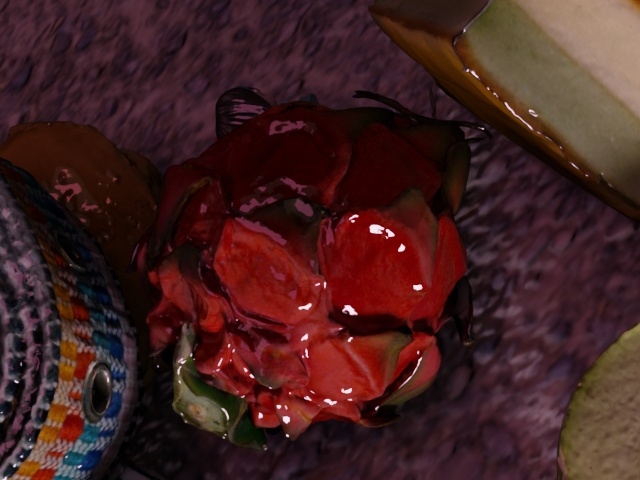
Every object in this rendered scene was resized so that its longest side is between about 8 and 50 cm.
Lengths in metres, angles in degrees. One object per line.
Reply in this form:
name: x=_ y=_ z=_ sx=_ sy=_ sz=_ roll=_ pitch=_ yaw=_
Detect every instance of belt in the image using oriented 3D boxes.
belt: x=-0.249 y=0.049 z=0.873 sx=0.207 sy=0.160 sz=0.295 roll=-24 pitch=71 yaw=15

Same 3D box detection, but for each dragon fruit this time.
dragon fruit: x=0.000 y=0.000 z=0.898 sx=0.234 sy=0.233 sz=0.293 roll=17 pitch=52 yaw=31

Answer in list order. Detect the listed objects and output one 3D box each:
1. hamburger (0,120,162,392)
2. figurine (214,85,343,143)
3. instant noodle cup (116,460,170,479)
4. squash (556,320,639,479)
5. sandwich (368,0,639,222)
hamburger: x=-0.177 y=0.027 z=1.009 sx=0.131 sy=0.124 sz=0.262 roll=-11 pitch=70 yaw=24
figurine: x=-0.034 y=-0.086 z=1.018 sx=0.106 sy=0.047 sz=0.060 roll=9 pitch=114 yaw=23
instant noodle cup: x=-0.115 y=0.280 z=0.864 sx=0.207 sy=0.207 sz=0.232 roll=21 pitch=77 yaw=31
squash: x=0.251 y=0.127 z=0.754 sx=0.220 sy=0.133 sz=0.220 roll=-8 pitch=68 yaw=20
sandwich: x=0.172 y=-0.133 z=0.887 sx=0.155 sy=0.227 sz=0.198 roll=-51 pitch=23 yaw=3
